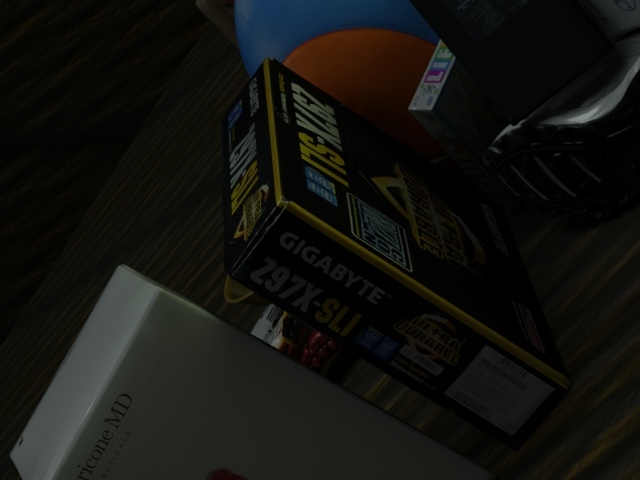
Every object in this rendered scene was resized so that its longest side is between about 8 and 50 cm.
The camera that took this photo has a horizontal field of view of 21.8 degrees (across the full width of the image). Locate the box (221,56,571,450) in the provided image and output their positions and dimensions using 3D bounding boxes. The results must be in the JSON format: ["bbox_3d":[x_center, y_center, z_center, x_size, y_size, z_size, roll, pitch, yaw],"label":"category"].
[{"bbox_3d":[0.047,-0.002,1.298,0.079,0.257,0.322,-54,16,18],"label":"box"}]

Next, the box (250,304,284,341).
[{"bbox_3d":[-0.074,0.160,1.758,0.207,0.036,0.114,-60,16,-1],"label":"box"}]

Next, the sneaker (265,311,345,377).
[{"bbox_3d":[-0.018,0.118,1.623,0.225,0.088,0.093,-55,-4,13],"label":"sneaker"}]

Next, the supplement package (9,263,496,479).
[{"bbox_3d":[-0.055,0.168,1.233,0.177,0.293,0.175,-61,16,-4],"label":"supplement package"}]

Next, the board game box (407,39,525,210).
[{"bbox_3d":[0.142,-0.109,1.396,0.026,0.154,0.103,6,62,43],"label":"board game box"}]

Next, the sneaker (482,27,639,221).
[{"bbox_3d":[0.231,-0.100,1.240,0.271,0.100,0.108,-31,22,46],"label":"sneaker"}]

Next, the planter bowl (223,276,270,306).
[{"bbox_3d":[0.000,0.000,1.713,0.217,0.090,0.217,-48,16,18],"label":"planter bowl"}]

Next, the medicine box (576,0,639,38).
[{"bbox_3d":[0.253,-0.286,1.255,0.263,0.149,0.289,-44,12,-19],"label":"medicine box"}]

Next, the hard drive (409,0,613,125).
[{"bbox_3d":[0.135,-0.163,1.212,0.094,0.135,0.022,-38,4,25],"label":"hard drive"}]

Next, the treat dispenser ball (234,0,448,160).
[{"bbox_3d":[0.065,-0.212,1.524,0.288,0.288,0.288,-52,18,24],"label":"treat dispenser ball"}]

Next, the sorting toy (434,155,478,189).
[{"bbox_3d":[0.121,-0.056,1.563,0.061,0.042,0.102,-25,1,-11],"label":"sorting toy"}]

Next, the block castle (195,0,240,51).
[{"bbox_3d":[0.087,-0.334,1.868,0.453,0.213,0.303,-20,30,56],"label":"block castle"}]
